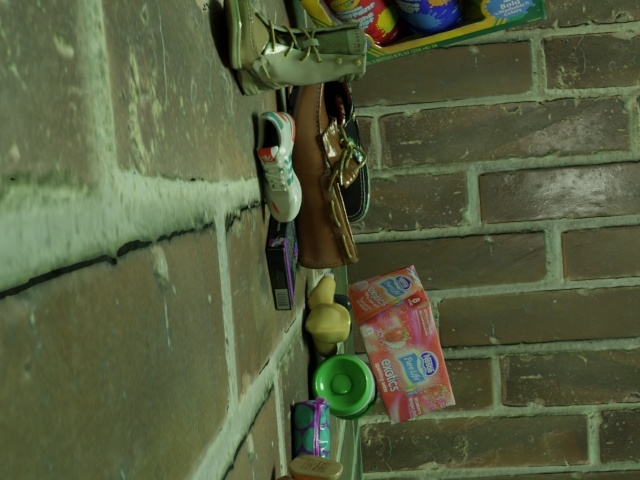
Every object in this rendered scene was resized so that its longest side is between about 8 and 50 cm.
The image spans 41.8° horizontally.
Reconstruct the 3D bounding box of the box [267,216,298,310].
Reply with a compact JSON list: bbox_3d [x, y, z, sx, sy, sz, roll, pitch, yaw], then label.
[{"bbox_3d":[-0.057,0.013,1.289,0.162,0.029,0.116,-85,170,-55],"label":"box"}]

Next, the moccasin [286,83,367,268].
[{"bbox_3d":[0.014,-0.126,1.518,0.139,0.147,0.380,-78,164,-72],"label":"moccasin"}]

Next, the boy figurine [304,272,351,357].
[{"bbox_3d":[0.018,0.153,1.714,0.285,0.092,0.177,63,26,-86],"label":"boy figurine"}]

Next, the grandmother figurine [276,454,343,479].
[{"bbox_3d":[-0.009,0.472,1.146,0.208,0.104,0.342,-23,114,-56],"label":"grandmother figurine"}]

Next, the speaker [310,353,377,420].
[{"bbox_3d":[0.053,0.312,1.759,0.296,0.131,0.131,67,20,-75],"label":"speaker"}]

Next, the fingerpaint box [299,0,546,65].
[{"bbox_3d":[0.186,-0.542,1.646,0.371,0.445,0.163,45,39,-57],"label":"fingerpaint box"}]

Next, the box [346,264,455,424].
[{"bbox_3d":[0.171,0.221,1.749,0.142,0.154,0.300,-107,179,-54],"label":"box"}]

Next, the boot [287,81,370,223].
[{"bbox_3d":[0.019,-0.218,1.706,0.284,0.138,0.377,-19,101,-86],"label":"boot"}]

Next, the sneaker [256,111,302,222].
[{"bbox_3d":[-0.067,-0.104,1.181,0.075,0.057,0.161,-7,95,-68],"label":"sneaker"}]

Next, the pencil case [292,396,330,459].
[{"bbox_3d":[-0.012,0.333,1.346,0.070,0.065,0.151,132,-41,-61],"label":"pencil case"}]

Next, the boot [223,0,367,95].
[{"bbox_3d":[-0.027,-0.238,1.009,0.213,0.165,0.077,70,16,-79],"label":"boot"}]
